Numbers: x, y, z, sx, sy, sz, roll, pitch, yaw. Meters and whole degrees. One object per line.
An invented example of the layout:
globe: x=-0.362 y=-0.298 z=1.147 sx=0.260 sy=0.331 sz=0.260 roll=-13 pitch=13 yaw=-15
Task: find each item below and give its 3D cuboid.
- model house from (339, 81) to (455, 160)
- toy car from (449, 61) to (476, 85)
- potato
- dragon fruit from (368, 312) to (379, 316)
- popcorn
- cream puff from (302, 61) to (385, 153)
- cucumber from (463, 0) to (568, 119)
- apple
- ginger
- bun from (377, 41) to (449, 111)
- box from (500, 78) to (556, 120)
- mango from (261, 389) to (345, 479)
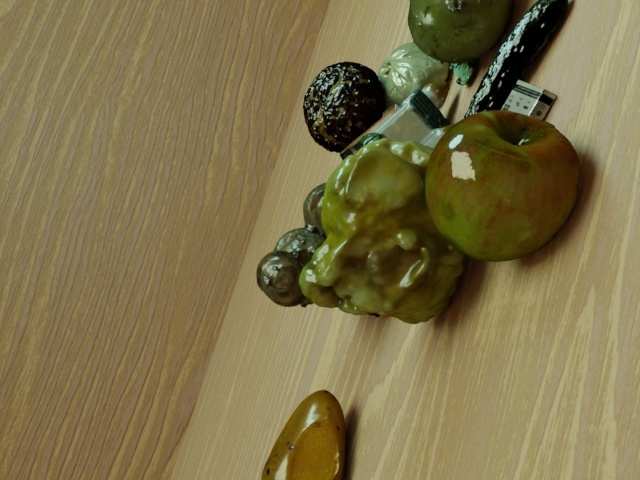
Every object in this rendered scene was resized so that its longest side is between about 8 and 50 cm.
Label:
model house: x=0.218 y=-0.233 z=1.989 sx=0.301 sy=0.190 sz=0.271 roll=-45 pitch=6 yaw=-8
toy car: x=0.333 y=-0.399 z=1.989 sx=0.059 sy=0.035 sz=0.122 roll=-60 pitch=26 yaw=31
potato: x=0.316 y=-0.570 z=1.925 sx=0.269 sy=0.219 sz=0.359 roll=118 pitch=168 yaw=-51
dragon fruit: x=0.116 y=0.085 z=1.931 sx=0.153 sy=0.153 sz=0.111 roll=-63 pitch=-2 yaw=20
popcorn: x=0.126 y=-0.021 z=1.608 sx=0.293 sy=0.292 sz=0.334 roll=69 pitch=-150 yaw=-84
cream puff: x=0.052 y=-0.333 z=2.166 sx=0.239 sy=0.165 sz=0.239 roll=7 pitch=98 yaw=57
cucumber: x=0.378 y=-0.349 z=1.676 sx=0.303 sy=0.081 sz=0.072 roll=-63 pitch=-13 yaw=22
apple: x=0.294 y=-0.085 z=1.406 sx=0.246 sy=0.246 sz=0.226 roll=-90 pitch=7 yaw=-54
ginger: x=0.000 y=0.000 z=1.961 sx=0.375 sy=0.176 sz=0.256 roll=-56 pitch=-19 yaw=-15
bun: x=0.221 y=-0.410 z=2.184 sx=0.244 sy=0.153 sz=0.244 roll=-56 pitch=18 yaw=28
box: x=0.343 y=-0.179 z=1.614 sx=0.247 sy=0.033 sz=0.129 roll=-61 pitch=18 yaw=11
mango: x=-0.029 y=0.464 z=1.858 sx=0.191 sy=0.160 sz=0.290 roll=123 pitch=168 yaw=-66
